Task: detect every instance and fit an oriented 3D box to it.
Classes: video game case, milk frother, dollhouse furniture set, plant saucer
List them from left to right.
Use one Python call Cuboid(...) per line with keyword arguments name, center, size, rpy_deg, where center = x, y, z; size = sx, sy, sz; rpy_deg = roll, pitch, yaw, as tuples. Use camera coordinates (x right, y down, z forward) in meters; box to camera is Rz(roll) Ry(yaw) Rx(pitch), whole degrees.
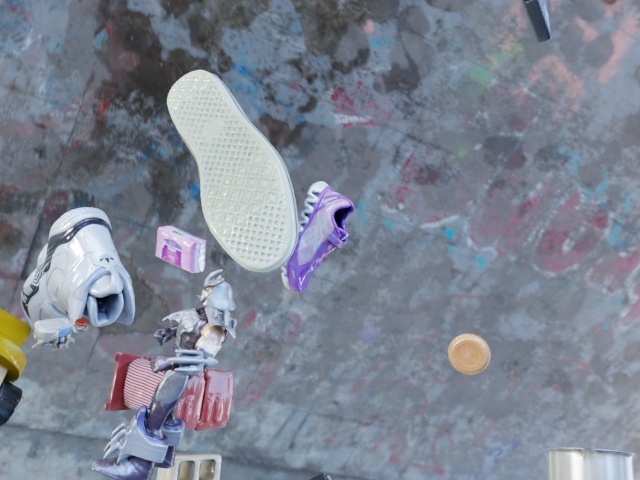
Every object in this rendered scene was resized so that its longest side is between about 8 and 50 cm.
Cuboid(name="dollhouse furniture set", center=(-0.306, 0.414, 1.300), size=(0.152, 0.201, 0.373), rpy_deg=(16, 78, -48))
Cuboid(name="plant saucer", center=(0.296, 0.227, 1.355), size=(0.084, 0.013, 0.083), rpy_deg=(3, 100, 20))
Cuboid(name="video game case", center=(0.284, -0.455, 0.996), size=(0.026, 0.196, 0.274), rpy_deg=(-15, 132, 28))
Cuboid(name="milk frother", center=(0.227, 0.272, 0.659), size=(0.143, 0.134, 0.129), rpy_deg=(3, 160, 7))

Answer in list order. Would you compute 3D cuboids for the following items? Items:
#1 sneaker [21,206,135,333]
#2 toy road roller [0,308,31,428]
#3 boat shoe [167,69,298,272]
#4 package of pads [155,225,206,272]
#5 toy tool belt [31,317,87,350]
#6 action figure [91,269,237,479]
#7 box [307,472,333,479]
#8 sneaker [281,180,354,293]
Cuboid(name="sneaker", center=(-0.491, 0.125, 1.371), size=(0.138, 0.210, 0.365), rpy_deg=(-4, 139, -42))
Cuboid(name="toy road roller", center=(-0.754, 0.275, 1.439), size=(0.330, 0.240, 0.202), rpy_deg=(-28, 125, 33))
Cuboid(name="boat shoe", center=(-0.165, -0.139, 1.380), size=(0.187, 0.500, 0.156), rpy_deg=(-32, 149, 5))
Cuboid(name="package of pads", center=(-0.205, 0.013, 1.003), size=(0.032, 0.083, 0.050), rpy_deg=(-13, 116, -51))
Cuboid(name="toy tool belt", center=(-0.433, 0.157, 1.130), size=(0.083, 0.052, 0.051), rpy_deg=(-2, 122, -39))
Cuboid(name="action figure", center=(-0.184, 0.167, 0.876), size=(0.099, 0.185, 0.284), rpy_deg=(24, 92, -6))
Cuboid(name="box", center=(-0.102, 0.341, 0.341), size=(0.395, 0.097, 0.318), rpy_deg=(-26, 115, -7))
Cuboid(name="sneaker", center=(0.000, 0.000, 1.387), size=(0.236, 0.105, 0.095), rpy_deg=(-69, 157, -5))
